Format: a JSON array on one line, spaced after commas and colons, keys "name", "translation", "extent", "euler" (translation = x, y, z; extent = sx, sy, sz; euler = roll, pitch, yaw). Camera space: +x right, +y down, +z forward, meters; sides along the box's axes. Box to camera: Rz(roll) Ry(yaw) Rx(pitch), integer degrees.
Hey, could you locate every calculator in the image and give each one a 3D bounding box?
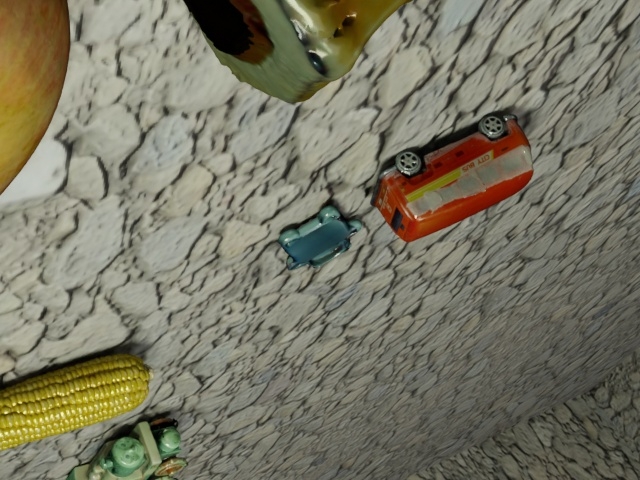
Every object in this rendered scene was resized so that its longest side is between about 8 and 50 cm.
[{"name": "calculator", "translation": [0.000, 0.000, 1.189], "extent": [0.094, 0.019, 0.141], "euler": [-31, 161, 3]}]

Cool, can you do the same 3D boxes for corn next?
[{"name": "corn", "translation": [-0.265, 0.165, 1.142], "extent": [0.206, 0.067, 0.067], "euler": [-16, 155, -31]}]

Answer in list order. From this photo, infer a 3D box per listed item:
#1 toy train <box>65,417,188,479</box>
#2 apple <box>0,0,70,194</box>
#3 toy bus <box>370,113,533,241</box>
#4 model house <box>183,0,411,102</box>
[{"name": "toy train", "translation": [-0.250, 0.298, 1.454], "extent": [0.125, 0.081, 0.194], "euler": [-9, 152, -35]}, {"name": "apple", "translation": [-0.216, -0.089, 0.501], "extent": [0.209, 0.164, 0.209], "euler": [-21, 146, -15]}, {"name": "toy bus", "translation": [0.142, -0.064, 1.150], "extent": [0.174, 0.077, 0.079], "euler": [-24, 159, -16]}, {"name": "model house", "translation": [0.021, -0.207, 0.597], "extent": [0.239, 0.173, 0.268], "euler": [-41, -169, -7]}]
